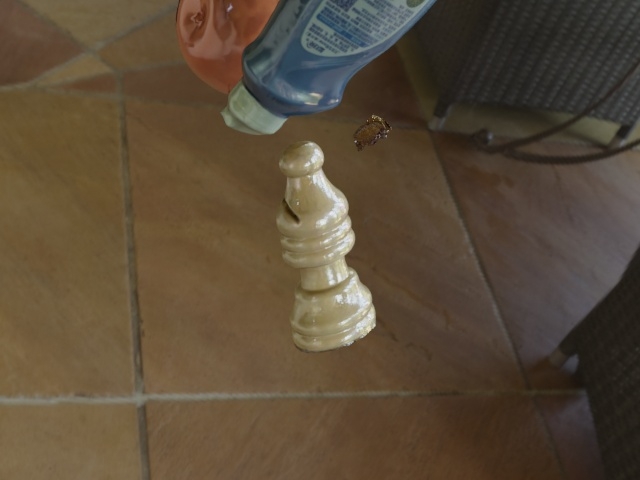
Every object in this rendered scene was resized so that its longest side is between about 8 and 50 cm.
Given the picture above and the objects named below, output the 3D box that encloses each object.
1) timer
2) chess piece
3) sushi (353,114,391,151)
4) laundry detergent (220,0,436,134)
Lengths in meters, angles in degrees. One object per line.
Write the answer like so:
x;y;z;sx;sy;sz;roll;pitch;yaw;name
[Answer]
-0.108;-0.342;1.370;0.214;0.230;0.230;2;47;-38;timer
0.000;0.000;1.258;0.138;0.307;0.124;-14;25;-9;chess piece
0.095;-0.196;1.541;0.047;0.099;0.050;46;63;-6;sushi
0.001;-0.229;0.962;0.143;0.290;0.094;19;36;-44;laundry detergent
